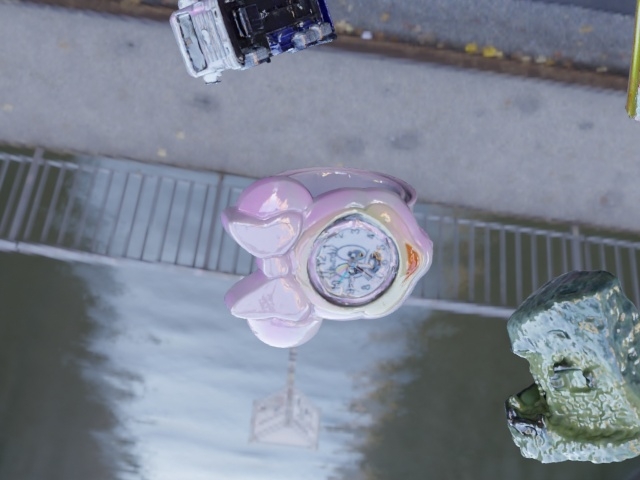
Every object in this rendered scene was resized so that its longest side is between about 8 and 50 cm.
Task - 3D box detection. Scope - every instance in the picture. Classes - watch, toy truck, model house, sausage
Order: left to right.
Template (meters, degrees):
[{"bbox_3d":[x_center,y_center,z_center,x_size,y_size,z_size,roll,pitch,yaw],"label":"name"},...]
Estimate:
[{"bbox_3d":[-0.103,-0.308,1.371,0.155,0.268,0.124,-9,106,34],"label":"toy truck"},{"bbox_3d":[0.000,0.000,1.187,0.249,0.217,0.210,-2,111,-8],"label":"watch"},{"bbox_3d":[0.125,0.062,0.486,0.079,0.066,0.083,-11,109,54],"label":"model house"},{"bbox_3d":[0.579,-0.358,1.666,0.082,0.082,0.371,-2,143,12],"label":"sausage"}]
